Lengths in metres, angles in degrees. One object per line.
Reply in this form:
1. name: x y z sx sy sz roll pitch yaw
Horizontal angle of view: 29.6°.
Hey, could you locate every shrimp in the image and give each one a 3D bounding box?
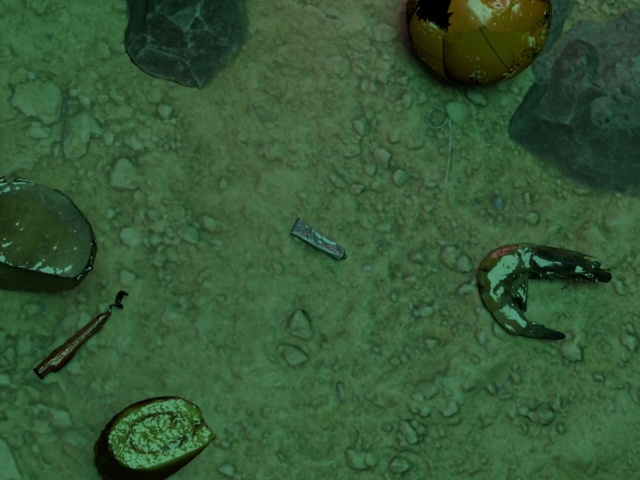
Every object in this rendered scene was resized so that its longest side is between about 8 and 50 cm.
1. shrimp: 0.349 0.079 1.875 0.217 0.051 0.150 3 76 -8

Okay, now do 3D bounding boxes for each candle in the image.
1. candle: -0.324 0.129 1.662 0.167 0.021 0.026 -44 99 -25

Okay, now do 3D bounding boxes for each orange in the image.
1. orange: 0.249 -0.358 1.911 0.234 0.182 0.235 1 86 -17

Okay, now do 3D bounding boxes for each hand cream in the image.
1. hand cream: 0.000 0.000 1.804 0.093 0.019 0.030 32 65 -3

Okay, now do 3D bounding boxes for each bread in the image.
1. bread: -0.223 0.261 1.569 0.132 0.172 0.103 -21 80 -23

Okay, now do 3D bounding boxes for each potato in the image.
1. potato: -0.420 -0.007 1.634 0.243 0.098 0.138 10 66 -6
